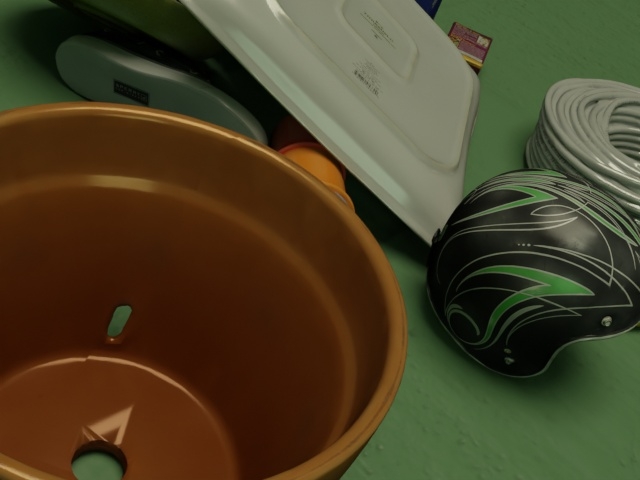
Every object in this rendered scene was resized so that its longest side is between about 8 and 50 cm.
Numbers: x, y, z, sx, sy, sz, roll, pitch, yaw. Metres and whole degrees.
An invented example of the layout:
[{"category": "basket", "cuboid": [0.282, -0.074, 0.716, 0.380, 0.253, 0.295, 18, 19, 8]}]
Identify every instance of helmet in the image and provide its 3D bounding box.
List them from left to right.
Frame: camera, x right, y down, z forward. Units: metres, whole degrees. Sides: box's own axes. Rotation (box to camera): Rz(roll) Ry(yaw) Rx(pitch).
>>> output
[{"category": "helmet", "cuboid": [0.186, 0.020, 0.805, 0.169, 0.161, 0.169, 20, 48, -24]}]

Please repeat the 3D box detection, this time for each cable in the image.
[{"category": "cable", "cuboid": [0.356, -0.082, 1.068, 0.257, 0.089, 0.257, -11, 49, -33]}]

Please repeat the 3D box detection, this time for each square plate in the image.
[{"category": "square plate", "cuboid": [0.046, -0.195, 0.962, 0.347, 0.049, 0.344, 43, 33, -16]}]

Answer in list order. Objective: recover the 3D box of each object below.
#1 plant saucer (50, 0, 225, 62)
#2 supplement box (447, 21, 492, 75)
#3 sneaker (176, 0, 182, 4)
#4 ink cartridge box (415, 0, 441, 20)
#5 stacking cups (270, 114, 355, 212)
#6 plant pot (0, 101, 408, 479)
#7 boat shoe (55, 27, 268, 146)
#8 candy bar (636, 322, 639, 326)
[{"category": "plant saucer", "cuboid": [-0.202, -0.228, 0.929, 0.241, 0.037, 0.241, 25, 2, -1]}, {"category": "supplement box", "cuboid": [0.173, -0.225, 1.176, 0.055, 0.043, 0.083, 25, 40, 3]}, {"category": "sneaker", "cuboid": [-0.121, -0.272, 1.053, 0.130, 0.109, 0.286, -7, 32, -15]}, {"category": "ink cartridge box", "cuboid": [0.054, -0.333, 1.199, 0.207, 0.097, 0.046, 33, 41, 13]}, {"category": "stacking cups", "cuboid": [0.000, 0.000, 0.808, 0.096, 0.096, 0.316, 12, 39, -12]}, {"category": "plant pot", "cuboid": [-0.117, 0.085, 0.570, 0.291, 0.203, 0.290, 12, 41, -11]}, {"category": "boat shoe", "cuboid": [-0.142, -0.142, 0.919, 0.229, 0.080, 0.076, 24, 40, 14]}, {"category": "candy bar", "cuboid": [0.342, 0.073, 0.940, 0.162, 0.018, 0.040, 4, 40, -21]}]
